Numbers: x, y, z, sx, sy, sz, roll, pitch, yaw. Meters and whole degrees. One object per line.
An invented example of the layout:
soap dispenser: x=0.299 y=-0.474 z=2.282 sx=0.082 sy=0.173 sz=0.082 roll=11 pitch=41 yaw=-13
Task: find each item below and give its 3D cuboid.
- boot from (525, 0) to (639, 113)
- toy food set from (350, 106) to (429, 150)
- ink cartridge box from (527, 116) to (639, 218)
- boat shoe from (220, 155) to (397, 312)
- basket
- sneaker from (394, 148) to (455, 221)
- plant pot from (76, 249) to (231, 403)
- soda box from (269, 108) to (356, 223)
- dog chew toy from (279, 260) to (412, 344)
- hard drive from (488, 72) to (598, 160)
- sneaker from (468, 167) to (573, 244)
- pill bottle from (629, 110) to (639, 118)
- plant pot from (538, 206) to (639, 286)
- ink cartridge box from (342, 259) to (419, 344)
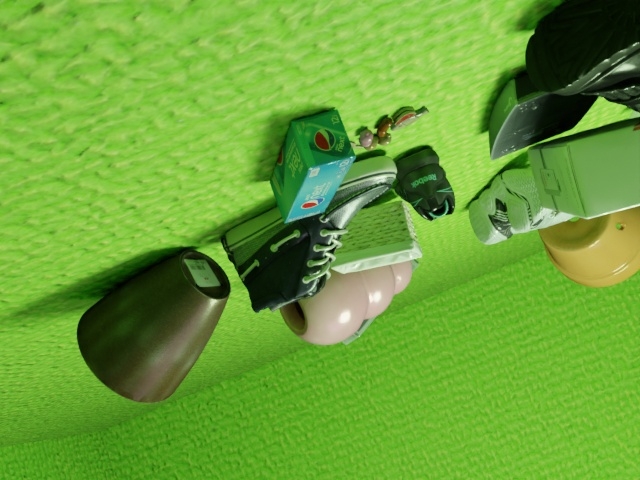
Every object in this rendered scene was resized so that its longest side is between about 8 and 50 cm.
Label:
boot: x=0.449 y=-0.263 z=0.935 sx=0.260 sy=0.131 sz=0.348 roll=3 pitch=165 yaw=-33
toy food set: x=0.093 y=-0.155 z=1.121 sx=0.122 sy=0.019 sz=0.078 roll=-29 pitch=165 yaw=30
ink cartridge box: x=0.465 y=-0.123 z=1.238 sx=0.207 sy=0.117 sz=0.283 roll=-15 pitch=-175 yaw=5
boat shoe: x=0.000 y=0.000 z=1.296 sx=0.340 sy=0.158 sz=0.127 roll=-28 pitch=166 yaw=29
basket: x=0.100 y=-0.006 z=1.505 sx=0.167 sy=0.103 sz=0.113 roll=-13 pitch=169 yaw=13
sneaker: x=0.188 y=-0.079 z=1.401 sx=0.101 sy=0.106 sz=0.267 roll=-25 pitch=168 yaw=10
plant pot: x=-0.268 y=0.128 z=1.363 sx=0.230 sy=0.215 sz=0.215 roll=-44 pitch=158 yaw=25
soda box: x=-0.016 y=-0.095 z=1.075 sx=0.067 sy=0.071 sz=0.210 roll=-17 pitch=166 yaw=-17
dog chew toy: x=0.070 y=0.098 z=1.750 sx=0.331 sy=0.207 sz=0.206 roll=-22 pitch=170 yaw=-32
hard drive: x=0.347 y=-0.210 z=1.230 sx=0.171 sy=0.054 sz=0.255 roll=-22 pitch=167 yaw=0
sneaker: x=0.482 y=-0.098 z=1.741 sx=0.210 sy=0.138 sz=0.366 roll=-19 pitch=172 yaw=-13
pill bottle: x=0.726 y=-0.240 z=1.564 sx=0.221 sy=0.121 sz=0.121 roll=-15 pitch=166 yaw=-29
plant pot: x=0.699 y=-0.039 z=2.057 sx=0.290 sy=0.291 sz=0.203 roll=-29 pitch=149 yaw=30
ink cartridge box: x=0.134 y=0.170 z=2.154 sx=0.275 sy=0.060 sz=0.239 roll=-48 pitch=178 yaw=-22
